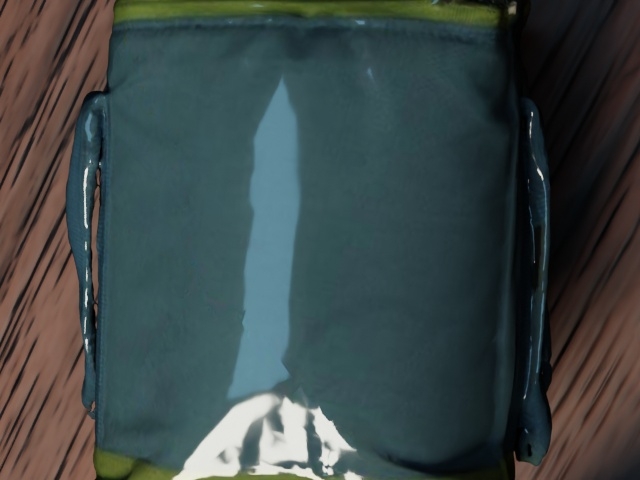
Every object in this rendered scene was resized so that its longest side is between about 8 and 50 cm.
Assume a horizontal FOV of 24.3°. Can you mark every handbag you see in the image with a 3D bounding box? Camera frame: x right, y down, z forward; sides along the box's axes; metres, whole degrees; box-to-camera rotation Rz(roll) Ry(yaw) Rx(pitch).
[{"bbox_3d":[0.000,0.000,0.708,0.222,0.263,0.241,2,90,9],"label":"handbag"}]
